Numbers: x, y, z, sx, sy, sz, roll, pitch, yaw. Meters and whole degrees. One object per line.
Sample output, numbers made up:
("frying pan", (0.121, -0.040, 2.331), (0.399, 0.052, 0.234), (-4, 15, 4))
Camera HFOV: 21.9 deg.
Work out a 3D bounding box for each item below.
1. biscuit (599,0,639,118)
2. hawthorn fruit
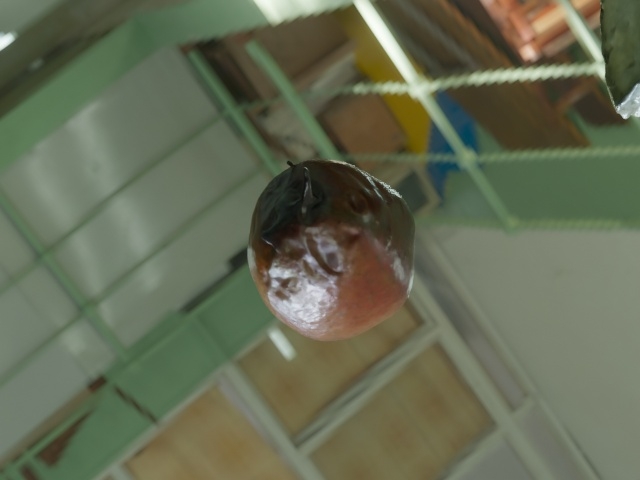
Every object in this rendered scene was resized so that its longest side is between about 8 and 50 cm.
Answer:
("biscuit", (0.211, -0.174, 0.784), (0.265, 0.040, 0.188), (-64, -152, 7))
("hawthorn fruit", (0.000, 0.000, 0.744), (0.081, 0.081, 0.093), (-32, 153, 11))
